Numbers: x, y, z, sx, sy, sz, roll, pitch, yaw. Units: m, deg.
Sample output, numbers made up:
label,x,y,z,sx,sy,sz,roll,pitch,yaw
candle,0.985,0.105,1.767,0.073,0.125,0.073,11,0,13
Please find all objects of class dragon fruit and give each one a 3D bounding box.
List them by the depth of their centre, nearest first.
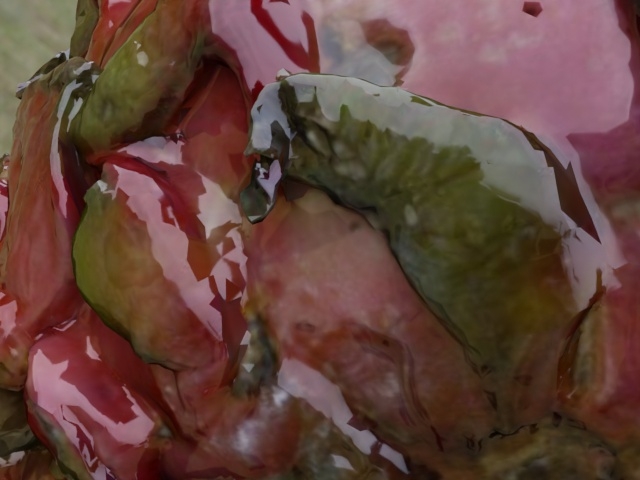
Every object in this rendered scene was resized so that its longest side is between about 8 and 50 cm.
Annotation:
label,x,y,z,sx,sy,sz,roll,pitch,yaw
dragon fruit,0.000,0.000,0.592,0.296,0.263,0.314,-59,139,-69
